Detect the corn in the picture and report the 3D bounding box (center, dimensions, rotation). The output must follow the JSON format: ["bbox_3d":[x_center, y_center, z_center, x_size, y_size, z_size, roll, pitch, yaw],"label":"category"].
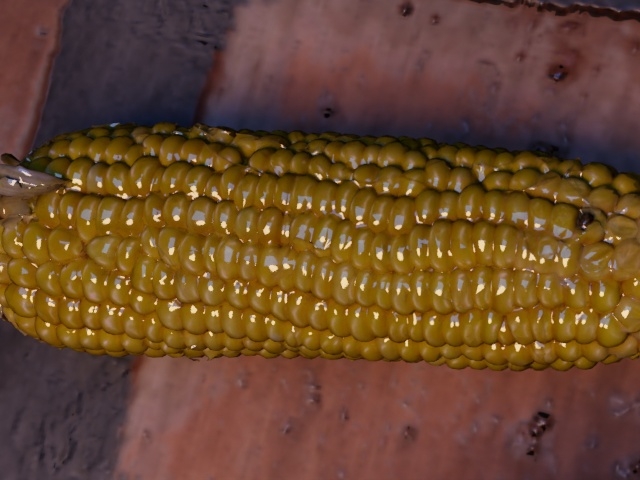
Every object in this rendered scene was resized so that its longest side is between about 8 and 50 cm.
[{"bbox_3d":[0.000,0.000,0.748,0.293,0.106,0.106,1,79,17],"label":"corn"}]
